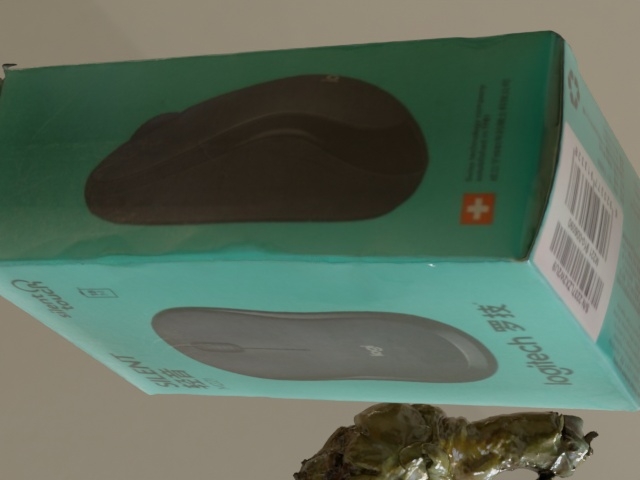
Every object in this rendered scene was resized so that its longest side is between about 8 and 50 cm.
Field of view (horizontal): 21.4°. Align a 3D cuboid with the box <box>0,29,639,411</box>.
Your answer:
[{"bbox_3d":[0.000,0.000,0.861,0.311,0.205,0.118,0,-116,25],"label":"box"}]

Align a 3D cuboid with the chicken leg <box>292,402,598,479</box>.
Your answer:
[{"bbox_3d":[0.085,0.157,1.205,0.228,0.103,0.088,-15,-144,5],"label":"chicken leg"}]
